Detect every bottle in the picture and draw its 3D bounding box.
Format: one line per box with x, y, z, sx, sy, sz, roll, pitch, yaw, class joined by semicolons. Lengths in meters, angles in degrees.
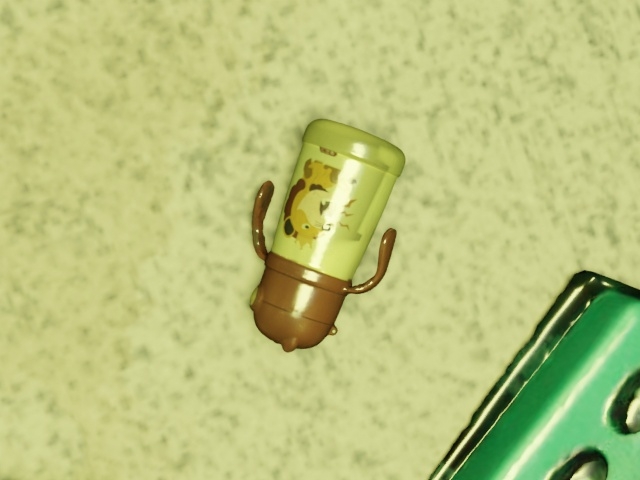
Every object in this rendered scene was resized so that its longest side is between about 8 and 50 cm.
0.001;0.000;0.508;0.047;0.063;0.101;21;90;-43;bottle

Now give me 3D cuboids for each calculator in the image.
0.166;0.179;0.545;0.274;0.058;0.248;42;82;-10;calculator
